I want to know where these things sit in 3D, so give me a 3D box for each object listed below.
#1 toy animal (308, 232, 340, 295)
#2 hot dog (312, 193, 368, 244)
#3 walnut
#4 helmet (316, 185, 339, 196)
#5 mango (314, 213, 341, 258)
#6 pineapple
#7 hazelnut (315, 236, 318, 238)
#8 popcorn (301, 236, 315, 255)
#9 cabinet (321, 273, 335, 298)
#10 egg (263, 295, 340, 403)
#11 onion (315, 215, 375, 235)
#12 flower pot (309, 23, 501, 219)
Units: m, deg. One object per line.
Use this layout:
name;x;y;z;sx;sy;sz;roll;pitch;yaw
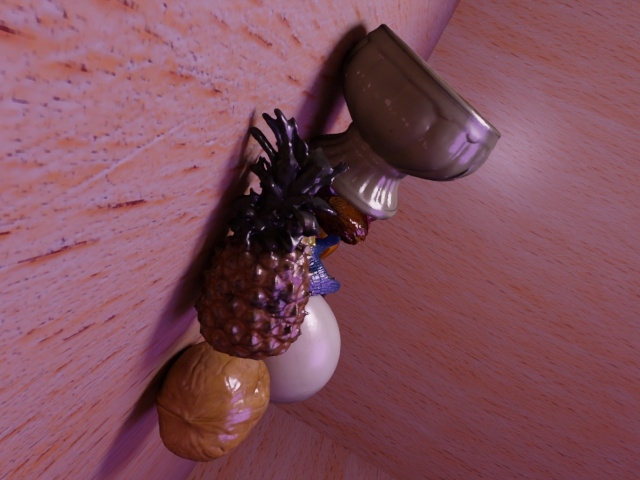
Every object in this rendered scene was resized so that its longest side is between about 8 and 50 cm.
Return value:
toy animal;-0.039;0.031;0.935;0.256;0.239;0.176;-23;-167;-25
hot dog;0.050;-0.084;0.978;0.099;0.160;0.226;-33;-141;22
walnut;-0.185;0.269;0.713;0.193;0.193;0.226;-61;172;8
helmet;0.012;-0.148;0.892;0.123;0.071;0.098;-75;157;-44
mango;0.000;0.000;1.429;0.154;0.126;0.252;-46;171;-24
pineapple;-0.069;-0.005;0.549;0.169;0.169;0.340;-52;158;-64
hazelnut;-0.046;-0.019;1.108;0.086;0.086;0.086;-60;176;-7
popcorn;-0.067;-0.007;0.695;0.116;0.121;0.106;-55;-147;34
cabinet;-0.054;0.148;1.446;0.148;0.175;0.215;-60;175;-4
egg;-0.089;0.255;1.053;0.283;0.283;0.344;-56;158;-44
onion;0.097;-0.111;1.193;0.252;0.219;0.252;22;90;-80
flower pot;0.130;-0.195;0.738;0.244;0.307;0.307;-45;-177;26
